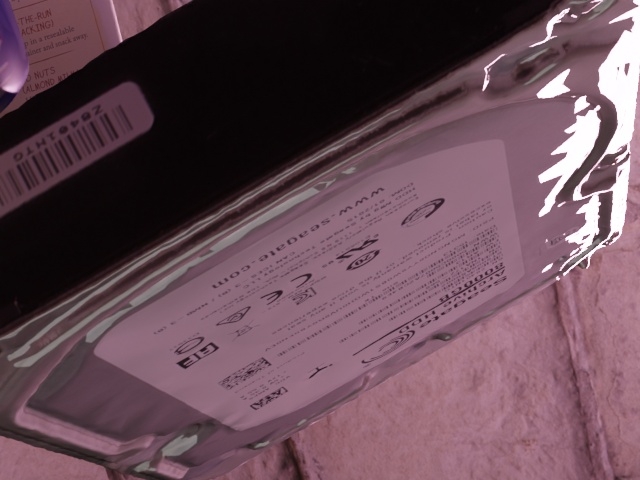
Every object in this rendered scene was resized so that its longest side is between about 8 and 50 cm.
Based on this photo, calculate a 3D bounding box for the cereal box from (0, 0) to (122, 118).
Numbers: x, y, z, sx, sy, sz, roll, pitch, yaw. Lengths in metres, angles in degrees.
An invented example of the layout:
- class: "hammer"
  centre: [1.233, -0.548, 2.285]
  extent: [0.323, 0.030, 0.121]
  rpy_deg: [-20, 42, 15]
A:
- class: "cereal box"
  centre: [-0.162, -0.056, 0.627]
  extent: [0.173, 0.240, 0.047]
  rpy_deg: [-19, -157, -19]

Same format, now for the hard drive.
- class: "hard drive"
  centre: [0.000, 0.000, 0.582]
  extent: [0.237, 0.064, 0.339]
  rpy_deg: [-30, 165, 1]

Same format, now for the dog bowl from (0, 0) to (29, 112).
- class: "dog bowl"
  centre: [-0.217, -0.047, 0.426]
  extent: [0.265, 0.104, 0.265]
  rpy_deg: [-18, -161, 6]
